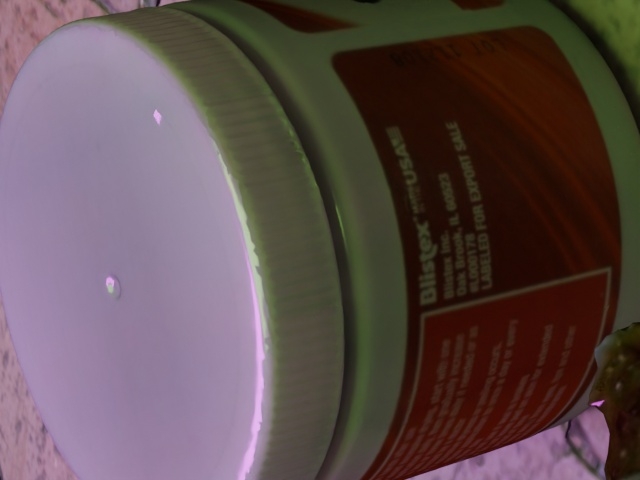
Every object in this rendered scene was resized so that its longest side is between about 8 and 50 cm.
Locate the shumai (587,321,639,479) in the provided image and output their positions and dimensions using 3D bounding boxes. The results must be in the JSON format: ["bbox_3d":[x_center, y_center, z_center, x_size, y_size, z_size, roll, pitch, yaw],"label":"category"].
[{"bbox_3d":[0.191,0.130,0.705,0.225,0.222,0.260,14,105,58],"label":"shumai"}]

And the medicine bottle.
[{"bbox_3d":[0.000,0.000,0.935,0.252,0.241,0.252,22,118,49],"label":"medicine bottle"}]
